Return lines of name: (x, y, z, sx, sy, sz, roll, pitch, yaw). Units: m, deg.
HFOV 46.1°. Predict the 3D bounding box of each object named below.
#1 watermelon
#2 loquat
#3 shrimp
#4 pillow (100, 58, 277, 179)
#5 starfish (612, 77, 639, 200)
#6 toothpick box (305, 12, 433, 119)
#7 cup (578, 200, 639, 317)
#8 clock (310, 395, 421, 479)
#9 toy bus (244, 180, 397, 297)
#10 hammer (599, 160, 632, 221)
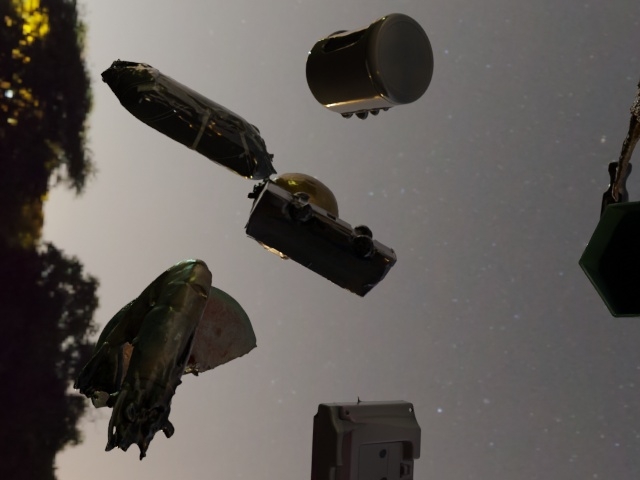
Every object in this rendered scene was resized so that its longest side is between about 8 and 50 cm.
watermelon: (-0.301, 0.168, 1.396, 0.175, 0.322, 0.188, 1, -78, 46)
loquat: (-0.074, -0.069, 1.897, 0.244, 0.244, 0.243, -19, -112, 60)
shrimp: (-0.225, 0.136, 0.909, 0.178, 0.075, 0.289, -23, -138, 34)
pillow: (-0.221, -0.210, 1.302, 0.092, 0.335, 0.161, -58, -160, 10)
starfish: (0.480, -0.204, 1.098, 0.231, 0.048, 0.295, 15, 94, -83)
toothpick box: (0.102, -0.410, 1.840, 0.316, 0.229, 0.228, 1, -94, 51)
cup: (0.432, 0.033, 0.922, 0.148, 0.236, 0.134, -3, -99, 39)
clock: (0.080, 0.404, 1.328, 0.083, 0.187, 0.253, -5, -98, 59)
toy bus: (0.000, 0.000, 1.592, 0.138, 0.317, 0.112, -58, -174, 14)
hammer: (0.622, -0.049, 1.415, 0.044, 0.440, 0.168, 10, -84, 40)
